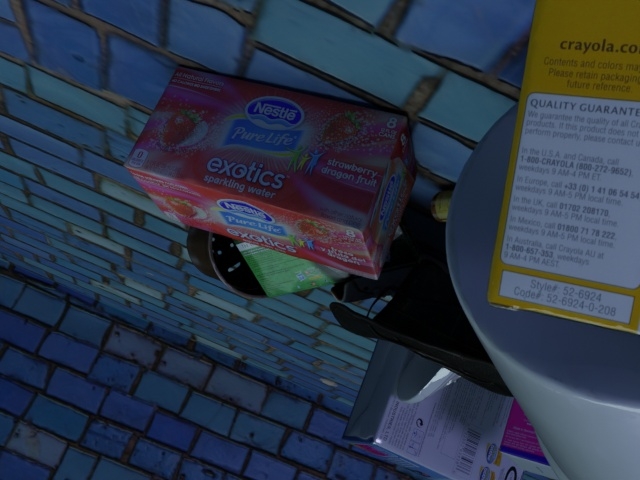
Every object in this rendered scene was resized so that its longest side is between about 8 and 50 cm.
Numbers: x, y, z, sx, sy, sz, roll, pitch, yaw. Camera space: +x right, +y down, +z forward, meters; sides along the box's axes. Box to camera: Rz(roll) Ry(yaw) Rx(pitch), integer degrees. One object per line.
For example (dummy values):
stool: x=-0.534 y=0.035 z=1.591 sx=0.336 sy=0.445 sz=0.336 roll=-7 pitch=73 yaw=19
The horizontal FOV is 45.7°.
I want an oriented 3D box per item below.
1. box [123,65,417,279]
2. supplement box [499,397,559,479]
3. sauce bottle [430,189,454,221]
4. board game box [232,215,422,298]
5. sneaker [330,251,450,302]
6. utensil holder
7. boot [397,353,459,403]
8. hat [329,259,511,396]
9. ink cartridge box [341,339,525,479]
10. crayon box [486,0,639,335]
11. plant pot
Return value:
box: x=-0.052 y=-0.083 z=0.902 sx=0.300 sy=0.154 sz=0.142 roll=17 pitch=160 yaw=19
supplement box: x=0.394 y=0.276 z=1.266 sx=0.114 sy=0.220 sz=0.111 roll=8 pitch=156 yaw=38
sauce bottle: x=0.191 y=-0.044 z=0.908 sx=0.128 sy=0.042 sz=0.042 roll=-1 pitch=150 yaw=48
board game box: x=0.000 y=0.000 z=1.058 sx=0.259 sy=0.030 sz=0.136 roll=-14 pitch=118 yaw=33
sneaker: x=0.089 y=0.062 z=1.176 sx=0.290 sy=0.123 sz=0.106 roll=24 pitch=159 yaw=-8
utensil holder: x=0.312 y=0.070 z=0.664 sx=0.327 sy=0.328 sz=0.385 roll=9 pitch=155 yaw=33
boot: x=0.246 y=0.221 z=1.306 sx=0.123 sy=0.095 sz=0.258 roll=23 pitch=135 yaw=-18
hat: x=0.167 y=0.104 z=1.051 sx=0.331 sy=0.134 sz=0.331 roll=22 pitch=172 yaw=3
ink cartridge box: x=0.278 y=0.349 z=1.507 sx=0.395 sy=0.270 sz=0.151 roll=28 pitch=162 yaw=-15
crayon box: x=0.223 y=-0.104 z=0.412 sx=0.203 sy=0.323 sz=0.083 roll=12 pitch=-171 yaw=28
plant pot: x=-0.129 y=0.005 z=1.221 sx=0.167 sy=0.167 sz=0.165 roll=31 pitch=166 yaw=-25
